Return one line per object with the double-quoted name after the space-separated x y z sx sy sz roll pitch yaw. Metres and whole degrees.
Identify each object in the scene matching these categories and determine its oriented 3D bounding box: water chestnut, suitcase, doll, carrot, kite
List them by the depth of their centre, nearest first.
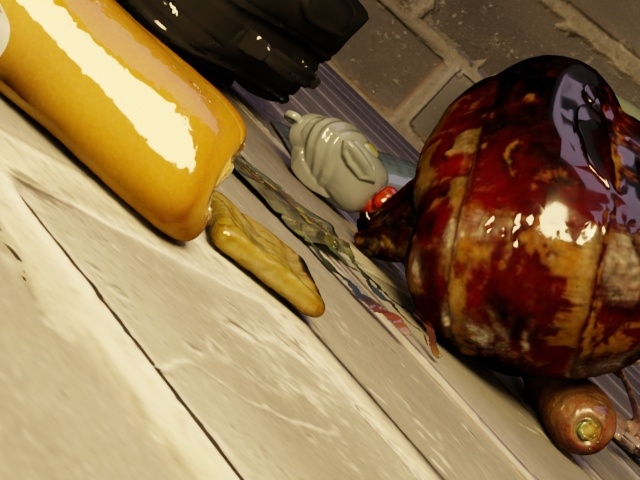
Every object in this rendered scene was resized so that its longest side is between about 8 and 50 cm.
0.001 -0.001 1.101 0.245 0.015 0.141 46 10 30 "kite"
0.178 -0.003 1.223 0.289 0.244 0.289 26 41 -25 "water chestnut"
0.205 0.131 1.279 0.059 0.059 0.248 41 5 -9 "carrot"
0.031 -0.053 1.362 0.180 0.079 0.094 49 -21 2 "doll"
-0.122 -0.291 1.438 0.339 0.188 0.345 47 9 15 "suitcase"

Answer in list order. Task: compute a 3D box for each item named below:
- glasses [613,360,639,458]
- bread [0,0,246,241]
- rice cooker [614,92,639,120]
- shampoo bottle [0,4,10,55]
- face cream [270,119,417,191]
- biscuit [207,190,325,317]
0.324 0.169 1.534 0.255 0.095 0.162 33 20 -42 "glasses"
-0.133 -0.101 0.742 0.239 0.074 0.092 42 2 -6 "bread"
0.306 -0.024 1.823 0.288 0.277 0.288 49 -9 10 "rice cooker"
-0.173 -0.103 0.643 0.072 0.043 0.099 42 8 -3 "shampoo bottle"
0.126 -0.032 1.580 0.385 0.086 0.135 24 14 -19 "face cream"
-0.035 0.006 0.848 0.081 0.018 0.083 40 7 -21 "biscuit"
